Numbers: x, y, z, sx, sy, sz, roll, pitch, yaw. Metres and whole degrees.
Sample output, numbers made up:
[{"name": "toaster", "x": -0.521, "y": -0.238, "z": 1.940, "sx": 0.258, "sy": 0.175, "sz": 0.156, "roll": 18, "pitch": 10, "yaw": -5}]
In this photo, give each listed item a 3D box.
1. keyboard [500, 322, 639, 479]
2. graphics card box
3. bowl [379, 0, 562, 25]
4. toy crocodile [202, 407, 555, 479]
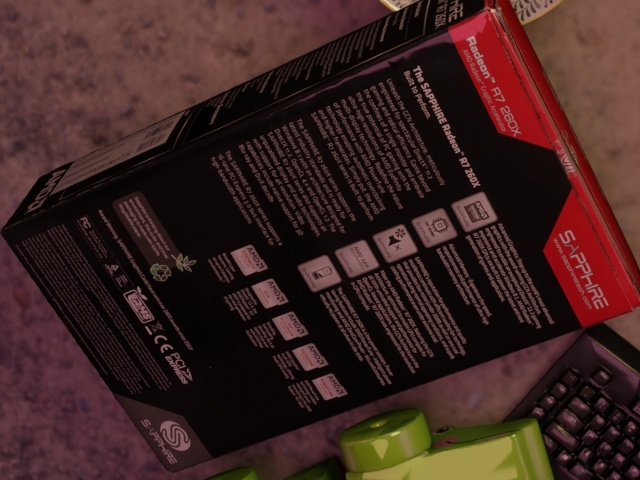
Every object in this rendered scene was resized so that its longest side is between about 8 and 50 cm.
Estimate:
[{"name": "keyboard", "x": 0.299, "y": 0.171, "z": 0.888, "sx": 0.317, "sy": 0.033, "sz": 0.201, "roll": 39, "pitch": 109, "yaw": 5}, {"name": "graphics card box", "x": 0.000, "y": 0.000, "z": 0.877, "sx": 0.371, "sy": 0.094, "sz": 0.233, "roll": -23, "pitch": 114, "yaw": 19}, {"name": "bowl", "x": 0.100, "y": -0.226, "z": 0.828, "sx": 0.170, "sy": 0.080, "sz": 0.170, "roll": 7, "pitch": 124, "yaw": 10}, {"name": "toy crocodile", "x": 0.006, "y": 0.201, "z": 0.954, "sx": 0.340, "sy": 0.105, "sz": 0.115, "roll": -20, "pitch": 96, "yaw": 15}]
